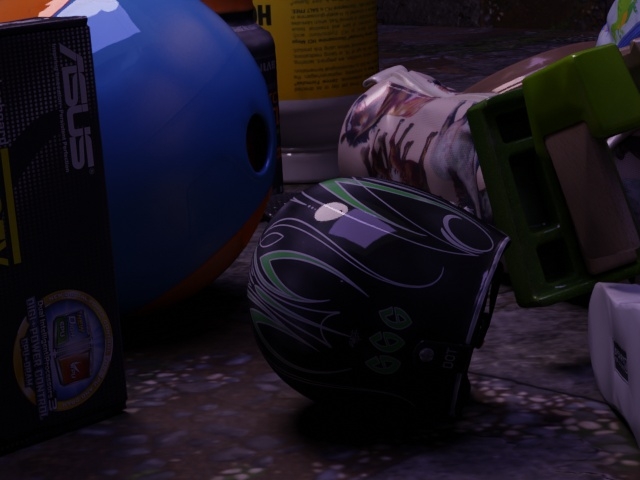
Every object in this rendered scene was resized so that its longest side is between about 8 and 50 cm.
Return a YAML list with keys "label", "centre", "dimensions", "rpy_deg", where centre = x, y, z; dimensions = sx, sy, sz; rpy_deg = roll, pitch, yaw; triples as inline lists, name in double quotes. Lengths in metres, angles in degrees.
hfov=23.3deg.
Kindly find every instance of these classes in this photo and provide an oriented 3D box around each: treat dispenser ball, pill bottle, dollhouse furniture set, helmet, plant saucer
- label: "treat dispenser ball"
  centre: [-0.179, -0.078, 1.270]
  dimensions: [0.288, 0.288, 0.288]
  rpy_deg: [-3, 13, 1]
- label: "pill bottle"
  centre: [-0.109, -0.148, 1.646]
  dimensions: [0.130, 0.245, 0.130]
  rpy_deg: [-3, 13, 1]
- label: "pill bottle"
  centre: [-0.025, -0.244, 1.845]
  dimensions: [0.188, 0.333, 0.188]
  rpy_deg: [-3, 13, 1]
- label: "dollhouse furniture set"
  centre: [0.283, -0.074, 1.068]
  dimensions: [0.302, 0.151, 0.197]
  rpy_deg: [-17, -1, -19]
- label: "helmet"
  centre: [0.030, 0.035, 1.017]
  dimensions: [0.162, 0.169, 0.169]
  rpy_deg: [17, 17, 10]
- label: "plant saucer"
  centre: [0.224, -0.138, 1.664]
  dimensions: [0.278, 0.041, 0.278]
  rpy_deg: [-20, -15, -6]

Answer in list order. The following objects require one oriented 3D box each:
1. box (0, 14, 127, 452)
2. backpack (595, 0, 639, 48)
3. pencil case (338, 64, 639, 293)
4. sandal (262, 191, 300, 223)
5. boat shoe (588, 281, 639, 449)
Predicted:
- label: "box"
  centre: [-0.233, 0.003, 0.974]
  dimensions: [0.060, 0.270, 0.216]
  rpy_deg: [8, 17, 44]
- label: "backpack"
  centre: [0.386, -0.148, 1.425]
  dimensions: [0.290, 0.355, 0.273]
  rpy_deg: [-7, 56, 3]
- label: "pencil case"
  centre: [0.173, -0.063, 1.361]
  dimensions: [0.160, 0.183, 0.410]
  rpy_deg: [-12, 15, -29]
- label: "sandal"
  centre: [0.000, 0.000, 1.464]
  dimensions: [0.067, 0.040, 0.179]
  rpy_deg: [-17, 33, -29]
- label: "boat shoe"
  centre: [0.233, 0.081, 0.917]
  dimensions: [0.102, 0.108, 0.301]
  rpy_deg: [-4, 6, 1]
